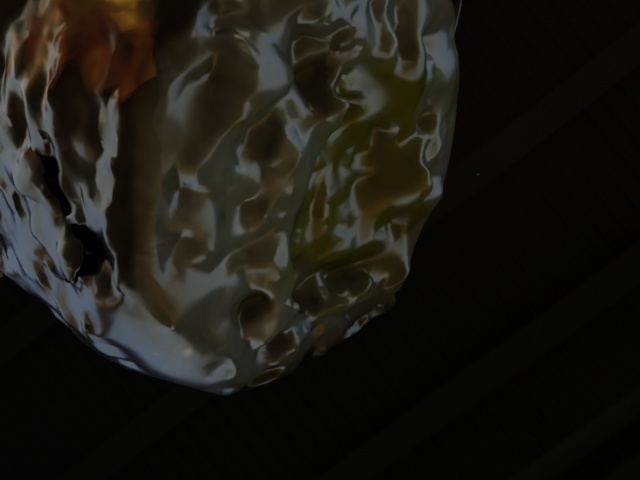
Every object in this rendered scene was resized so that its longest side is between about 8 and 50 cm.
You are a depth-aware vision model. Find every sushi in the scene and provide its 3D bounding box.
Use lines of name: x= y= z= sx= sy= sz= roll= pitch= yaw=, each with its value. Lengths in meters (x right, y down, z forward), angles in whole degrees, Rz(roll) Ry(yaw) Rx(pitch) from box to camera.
sushi: x=-0.086 y=-0.105 z=0.576 sx=0.294 sy=0.281 sz=0.299 roll=34 pitch=-64 yaw=33

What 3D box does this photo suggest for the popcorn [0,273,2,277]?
popcorn: x=-0.336 y=-0.058 z=1.020 sx=0.163 sy=0.140 sz=0.194 roll=-16 pitch=-66 yaw=-16
